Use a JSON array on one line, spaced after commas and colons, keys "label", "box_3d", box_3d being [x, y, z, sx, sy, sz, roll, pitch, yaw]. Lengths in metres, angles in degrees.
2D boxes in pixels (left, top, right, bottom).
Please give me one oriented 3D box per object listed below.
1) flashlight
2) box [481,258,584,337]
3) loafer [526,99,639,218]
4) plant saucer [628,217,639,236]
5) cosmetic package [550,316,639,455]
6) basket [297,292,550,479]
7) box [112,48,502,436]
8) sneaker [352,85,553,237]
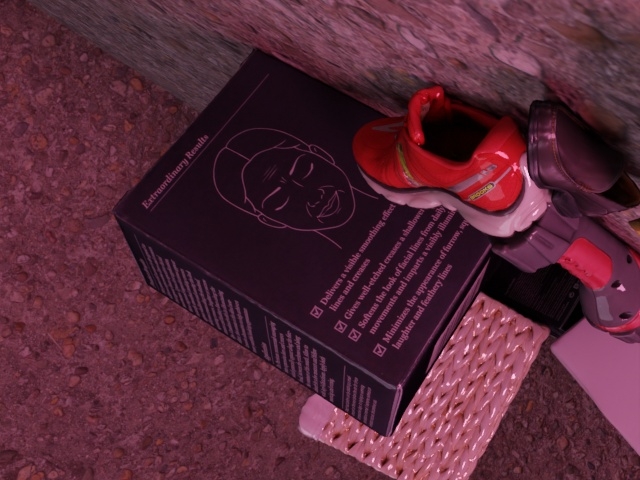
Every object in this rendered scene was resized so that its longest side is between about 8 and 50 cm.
[{"label": "flashlight", "box_3d": [0.279, 0.028, 0.930, 0.304, 0.103, 0.103, 25, -143, -44]}, {"label": "box", "box_3d": [0.379, 0.092, 1.366, 0.153, 0.108, 0.207, 32, 179, -32]}, {"label": "loafer", "box_3d": [0.199, -0.062, 0.655, 0.061, 0.062, 0.170, 4, 168, 31]}, {"label": "plant saucer", "box_3d": [0.326, 0.084, 0.467, 0.332, 0.081, 0.333, 48, -168, 10]}, {"label": "cosmetic package", "box_3d": [0.504, 0.228, 1.185, 0.453, 0.161, 0.230, 32, -162, -54]}, {"label": "basket", "box_3d": [0.171, 0.218, 1.399, 0.266, 0.331, 0.328, 29, 178, 13]}, {"label": "box", "box_3d": [0.000, 0.000, 1.081, 0.395, 0.293, 0.212, 31, 157, 15]}, {"label": "sneaker", "box_3d": [0.112, -0.097, 0.823, 0.118, 0.107, 0.279, 52, 165, -29]}]
